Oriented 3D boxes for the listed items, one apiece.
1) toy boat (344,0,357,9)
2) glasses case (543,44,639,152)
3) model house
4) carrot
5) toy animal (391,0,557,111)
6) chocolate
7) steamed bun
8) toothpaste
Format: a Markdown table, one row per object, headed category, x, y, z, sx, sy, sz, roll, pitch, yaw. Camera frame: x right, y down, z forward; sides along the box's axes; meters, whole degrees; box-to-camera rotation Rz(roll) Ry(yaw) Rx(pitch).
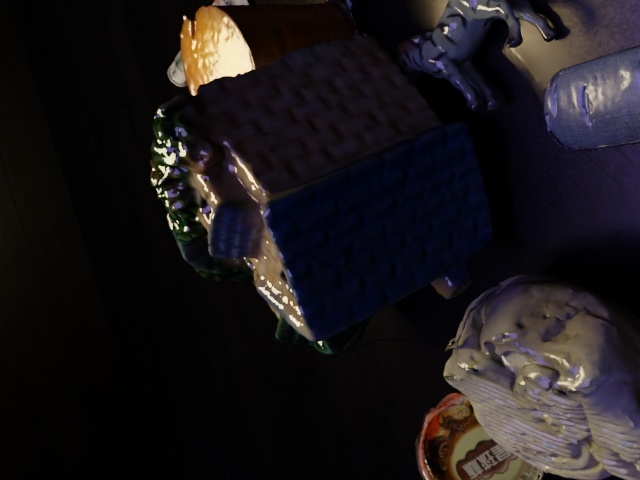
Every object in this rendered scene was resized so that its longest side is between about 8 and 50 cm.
| category | x | y | z | sx | sy | sz | roll | pitch | yaw |
| --- | --- | --- | --- | --- | --- | --- | --- | --- | --- |
| toy boat | 0.079 | -0.416 | 0.887 | 0.066 | 0.059 | 0.140 | 38 | 139 | -3 |
| glasses case | 0.378 | -0.165 | 0.619 | 0.282 | 0.067 | 0.109 | -4 | 102 | 51 |
| model house | 0.000 | 0.000 | 0.904 | 0.400 | 0.395 | 0.445 | 52 | 152 | 19 |
| carrot | -0.080 | -0.311 | 0.969 | 0.196 | 0.254 | 0.196 | 27 | 130 | 38 |
| toy animal | 0.195 | -0.254 | 0.792 | 0.255 | 0.090 | 0.170 | -32 | 76 | 50 |
| chocolate | 0.260 | 0.376 | 0.961 | 0.221 | 0.221 | 0.147 | 36 | 152 | 36 |
| steamed bun | 0.326 | 0.166 | 0.753 | 0.280 | 0.207 | 0.268 | 46 | 151 | -14 |
| toothpaste | -0.250 | -0.450 | 1.279 | 0.323 | 0.066 | 0.100 | -27 | 86 | 48 |
